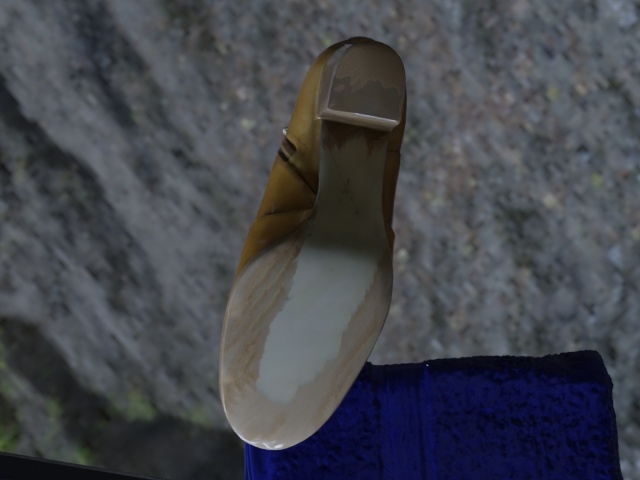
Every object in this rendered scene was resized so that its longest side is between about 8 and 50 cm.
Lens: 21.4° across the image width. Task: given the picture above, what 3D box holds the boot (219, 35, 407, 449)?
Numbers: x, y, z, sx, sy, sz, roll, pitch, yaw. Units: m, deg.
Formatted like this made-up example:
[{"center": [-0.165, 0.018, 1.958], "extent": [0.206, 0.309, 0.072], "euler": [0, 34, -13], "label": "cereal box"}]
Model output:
[{"center": [-0.001, -0.001, 1.212], "extent": [0.104, 0.295, 0.211], "euler": [16, 178, -3], "label": "boot"}]

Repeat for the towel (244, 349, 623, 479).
[{"center": [0.092, 0.209, 1.386], "extent": [0.076, 0.308, 0.227], "euler": [88, 178, -77], "label": "towel"}]

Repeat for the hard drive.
[{"center": [-0.160, 0.148, 0.927], "extent": [0.135, 0.094, 0.022], "euler": [15, -128, -32], "label": "hard drive"}]
